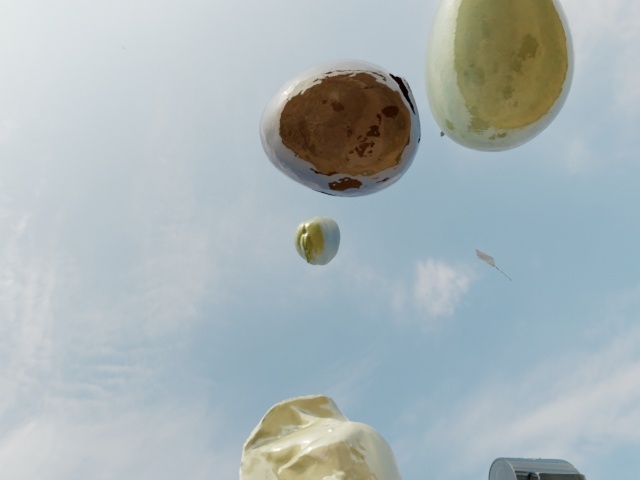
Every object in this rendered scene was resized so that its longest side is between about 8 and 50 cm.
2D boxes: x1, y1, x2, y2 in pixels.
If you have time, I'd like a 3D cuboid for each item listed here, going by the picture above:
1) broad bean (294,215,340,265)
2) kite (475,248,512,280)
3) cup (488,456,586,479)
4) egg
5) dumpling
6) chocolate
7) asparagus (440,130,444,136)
[{"bbox_3d":[0.000,0.000,0.992,0.082,0.174,0.124,0,-91,30],"label":"broad bean"},{"bbox_3d":[0.302,0.040,0.705,0.078,0.044,0.002,38,-59,19],"label":"kite"},{"bbox_3d":[0.461,0.517,0.843,0.155,0.131,0.176,10,-43,-7],"label":"cup"},{"bbox_3d":[0.274,-0.288,0.638,0.219,0.218,0.295,-15,-71,-5],"label":"egg"},{"bbox_3d":[0.002,0.450,0.708,0.316,0.395,0.233,14,-61,-33],"label":"dumpling"},{"bbox_3d":[0.016,-0.117,0.449,0.177,0.177,0.176,-1,-85,-7],"label":"chocolate"},{"bbox_3d":[0.301,-0.291,0.906,0.013,0.166,0.016,29,-119,10],"label":"asparagus"}]
